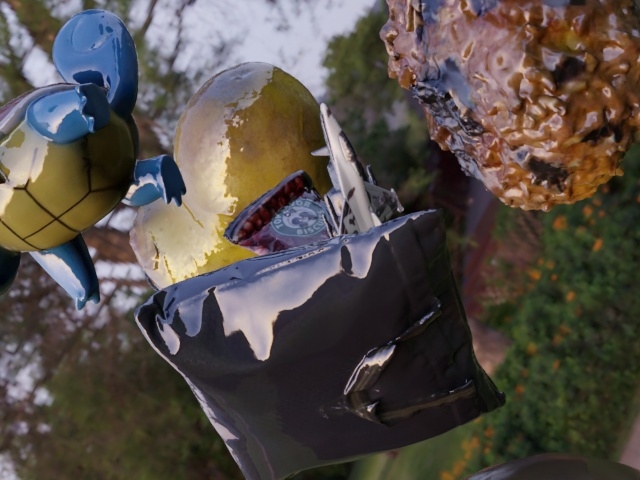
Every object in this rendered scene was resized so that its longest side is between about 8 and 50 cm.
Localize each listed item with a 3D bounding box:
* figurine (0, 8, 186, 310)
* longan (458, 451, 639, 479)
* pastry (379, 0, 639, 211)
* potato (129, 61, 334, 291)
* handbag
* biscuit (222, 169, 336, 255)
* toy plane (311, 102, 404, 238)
[{"bbox_3d":[-0.326,-0.086,1.420,0.416,0.243,0.298,-56,-30,-8],"label":"figurine"},{"bbox_3d":[0.193,0.339,0.879,0.336,0.404,0.404,-37,13,29],"label":"longan"},{"bbox_3d":[0.248,-0.217,1.448,0.292,0.405,0.337,-32,14,-10],"label":"pastry"},{"bbox_3d":[-0.172,-0.129,1.989,0.290,0.397,0.296,-92,-19,-45],"label":"potato"},{"bbox_3d":[0.014,0.087,0.836,0.254,0.211,0.089,67,-176,-49],"label":"handbag"},{"bbox_3d":[0.005,-0.003,1.550,0.151,0.235,0.063,-35,-39,-37],"label":"biscuit"},{"bbox_3d":[0.037,-0.041,1.343,0.082,0.234,0.160,-22,16,39],"label":"toy plane"}]
